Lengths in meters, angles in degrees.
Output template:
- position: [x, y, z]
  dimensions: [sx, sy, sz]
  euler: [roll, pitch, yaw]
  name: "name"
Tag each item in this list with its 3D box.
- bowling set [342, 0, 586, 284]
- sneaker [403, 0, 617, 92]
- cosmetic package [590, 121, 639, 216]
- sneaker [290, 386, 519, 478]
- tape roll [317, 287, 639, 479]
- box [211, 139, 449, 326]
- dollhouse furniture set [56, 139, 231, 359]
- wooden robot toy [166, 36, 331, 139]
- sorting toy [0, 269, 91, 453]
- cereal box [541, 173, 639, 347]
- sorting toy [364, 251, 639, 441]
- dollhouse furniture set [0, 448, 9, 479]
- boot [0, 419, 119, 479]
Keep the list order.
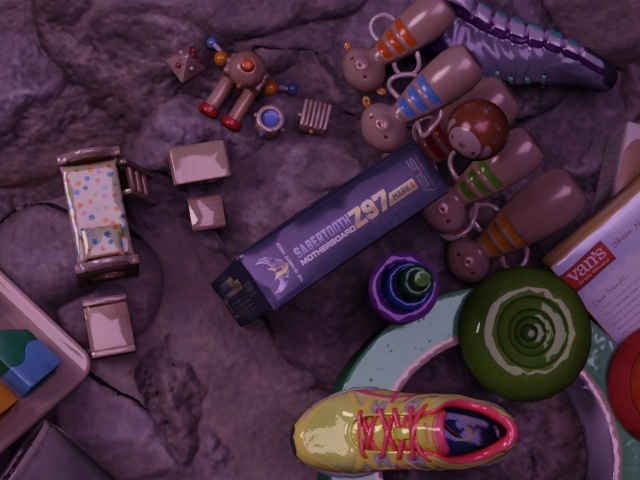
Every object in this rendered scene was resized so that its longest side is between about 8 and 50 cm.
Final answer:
- position: [0.105, -0.092, 1.184]
  dimensions: [0.154, 0.200, 0.287]
  euler: [-37, 84, 17]
  name: "bowling set"
- position: [0.183, -0.178, 1.295]
  dimensions: [0.224, 0.083, 0.098]
  euler: [24, 94, 4]
  name: "sneaker"
- position: [0.308, -0.056, 1.290]
  dimensions: [0.041, 0.060, 0.115]
  euler: [16, 80, -6]
  name: "cosmetic package"
- position: [0.078, 0.165, 1.121]
  dimensions: [0.209, 0.094, 0.081]
  euler: [-3, 82, -8]
  name: "sneaker"
- position: [0.160, 0.207, 1.214]
  dimensions: [0.321, 0.077, 0.321]
  euler: [2, 79, -9]
  name: "tape roll"
- position: [0.000, 0.000, 1.145]
  dimensions: [0.183, 0.233, 0.059]
  euler: [-35, 89, -12]
  name: "box"
- position: [-0.149, 0.004, 1.189]
  dimensions: [0.161, 0.101, 0.181]
  euler: [-10, 82, -10]
  name: "dollhouse furniture set"
- position: [-0.070, -0.148, 1.239]
  dimensions: [0.173, 0.079, 0.076]
  euler: [30, 77, -2]
  name: "wooden robot toy"
- position: [-0.319, 0.093, 1.121]
  dimensions: [0.193, 0.038, 0.208]
  euler: [43, 33, 1]
  name: "sorting toy"
- position: [0.356, 0.052, 1.242]
  dimensions: [0.173, 0.047, 0.240]
  euler: [-41, 100, 3]
  name: "cereal box"
- position: [0.221, 0.088, 1.139]
  dimensions: [0.366, 0.126, 0.127]
  euler: [20, 81, -5]
  name: "sorting toy"
- position: [-0.308, 0.180, 1.182]
  dimensions: [0.081, 0.091, 0.114]
  euler: [-12, 52, 29]
  name: "dollhouse furniture set"
- position: [-0.211, 0.288, 1.117]
  dimensions: [0.208, 0.076, 0.189]
  euler: [39, 62, -24]
  name: "boot"
